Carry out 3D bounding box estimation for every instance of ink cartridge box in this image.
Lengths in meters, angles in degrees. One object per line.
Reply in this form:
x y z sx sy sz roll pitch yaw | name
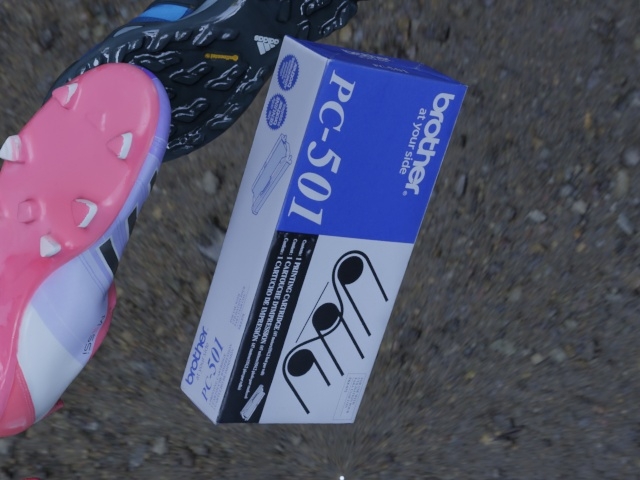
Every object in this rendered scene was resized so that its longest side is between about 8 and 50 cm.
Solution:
0.000 0.000 0.754 0.097 0.046 0.207 6 109 -37 | ink cartridge box

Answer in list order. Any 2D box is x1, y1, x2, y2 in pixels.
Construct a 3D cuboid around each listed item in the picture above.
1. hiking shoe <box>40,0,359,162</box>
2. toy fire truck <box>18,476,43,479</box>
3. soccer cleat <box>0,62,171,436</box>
-0.086 -0.161 1.096 0.304 0.132 0.113 -31 116 5 | hiking shoe
-0.110 0.207 0.557 0.047 0.135 0.192 -14 55 21 | toy fire truck
-0.142 0.008 0.773 0.083 0.095 0.248 40 113 25 | soccer cleat
